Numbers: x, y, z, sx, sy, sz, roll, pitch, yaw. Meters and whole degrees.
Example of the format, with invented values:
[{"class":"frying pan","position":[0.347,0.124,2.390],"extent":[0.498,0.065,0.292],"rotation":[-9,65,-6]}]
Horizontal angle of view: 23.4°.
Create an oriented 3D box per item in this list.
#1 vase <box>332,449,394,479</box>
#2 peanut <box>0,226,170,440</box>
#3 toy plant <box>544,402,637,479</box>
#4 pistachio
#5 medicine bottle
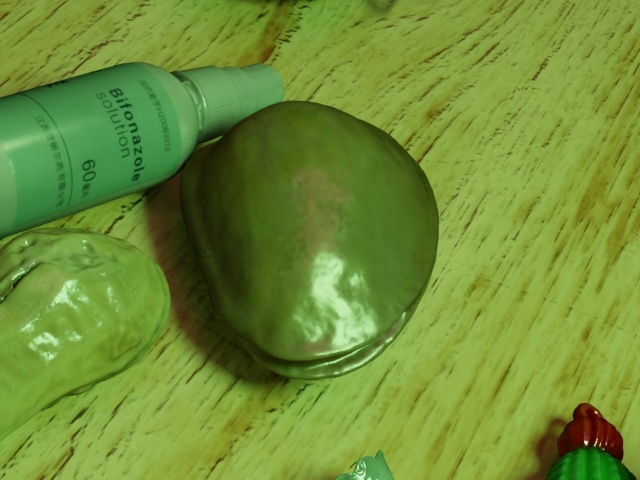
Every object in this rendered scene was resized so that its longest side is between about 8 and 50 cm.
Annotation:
[{"class":"vase","position":[0.063,0.236,1.138],"extent":[0.081,0.081,0.148],"rotation":[-26,67,-42]},{"class":"peanut","position":[-0.226,0.071,1.119],"extent":[0.130,0.130,0.290],"rotation":[43,46,18]},{"class":"toy plant","position":[0.225,0.234,1.217],"extent":[0.154,0.088,0.240],"rotation":[46,33,3]},{"class":"pistachio","position":[0.000,0.000,1.282],"extent":[0.213,0.163,0.260],"rotation":[-14,55,-4]},{"class":"medicine bottle","position":[-0.172,-0.094,1.322],"extent":[0.352,0.110,0.110],"rotation":[-23,61,-41]}]
